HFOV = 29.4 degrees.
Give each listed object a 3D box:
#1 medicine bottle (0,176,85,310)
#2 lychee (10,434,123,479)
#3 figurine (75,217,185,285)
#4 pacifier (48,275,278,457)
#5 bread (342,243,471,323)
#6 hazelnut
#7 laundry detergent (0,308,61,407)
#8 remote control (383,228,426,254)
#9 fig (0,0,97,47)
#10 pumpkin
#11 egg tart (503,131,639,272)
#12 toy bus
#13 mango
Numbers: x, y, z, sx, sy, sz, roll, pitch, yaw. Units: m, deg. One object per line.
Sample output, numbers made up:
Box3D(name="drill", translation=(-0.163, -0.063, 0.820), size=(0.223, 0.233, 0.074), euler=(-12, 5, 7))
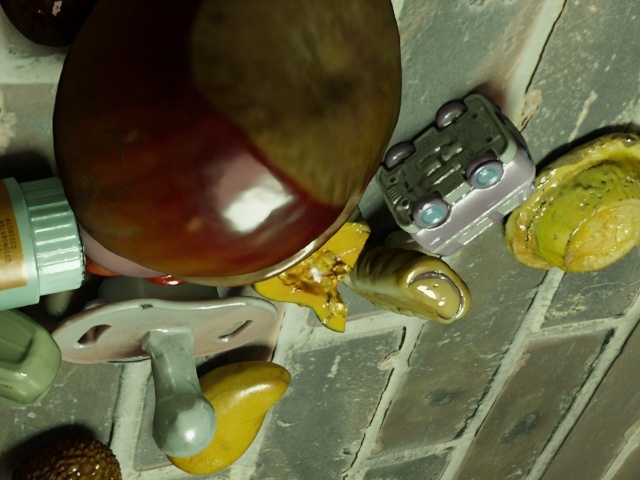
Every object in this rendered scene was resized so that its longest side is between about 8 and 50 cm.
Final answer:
Box3D(name="medicine bottle", translation=(-0.449, 0.018, 1.441), size=(0.318, 0.158, 0.158), euler=(-11, 141, -20))
Box3D(name="lychee", translation=(-0.399, 0.401, 1.927), size=(0.194, 0.194, 0.194), euler=(-16, 142, -13))
Box3D(name="figurine", translation=(-0.223, -0.037, 1.508), size=(0.173, 0.173, 0.173), euler=(-16, 142, -13))
Box3D(name="pacifier", translation=(-0.213, 0.147, 1.698), size=(0.332, 0.273, 0.220), euler=(0, 120, -31))
Box3D(name="bread", translation=(0.115, 0.056, 1.799), size=(0.134, 0.225, 0.081), euler=(37, 74, -36))
Box3D(name="hazelnut", translation=(-0.094, -0.140, 1.267), size=(0.409, 0.359, 0.359), euler=(-54, 155, -30))
Box3D(name="laundry detergent", translation=(-0.430, 0.153, 1.614), size=(0.181, 0.091, 0.253), euler=(23, 159, -3))
Box3D(name="remote control", translation=(0.134, 0.023, 1.899), size=(0.074, 0.032, 0.122), euler=(-16, 143, -10))
Box3D(name="fig", translation=(-0.281, -0.252, 1.275), size=(0.103, 0.109, 0.155), euler=(-17, 173, -11))
Box3D(name="pumpkin", translation=(0.000, -0.001, 1.705), size=(0.190, 0.139, 0.280), euler=(-38, 144, 17))
Box3D(name="egg tart", translation=(0.431, -0.045, 1.933), size=(0.288, 0.118, 0.288), euler=(-17, 138, -15))
Box3D(name="toy bus", translation=(0.197, -0.091, 1.712), size=(0.202, 0.142, 0.142), euler=(-38, 136, 17))
Box3D(name="mango", translation=(-0.157, 0.276, 1.975), size=(0.157, 0.109, 0.262), euler=(25, 116, -36))
